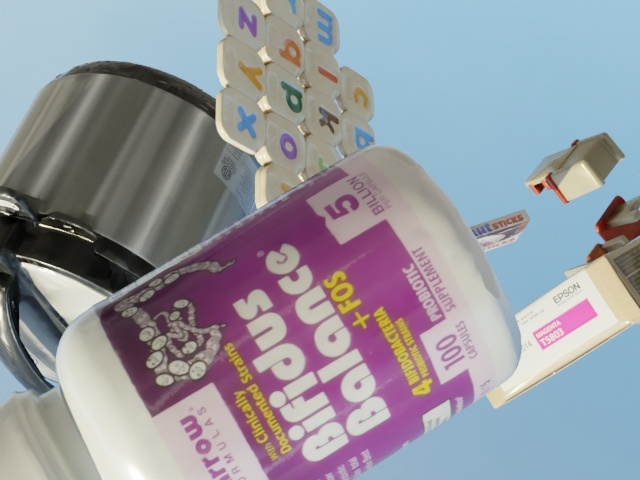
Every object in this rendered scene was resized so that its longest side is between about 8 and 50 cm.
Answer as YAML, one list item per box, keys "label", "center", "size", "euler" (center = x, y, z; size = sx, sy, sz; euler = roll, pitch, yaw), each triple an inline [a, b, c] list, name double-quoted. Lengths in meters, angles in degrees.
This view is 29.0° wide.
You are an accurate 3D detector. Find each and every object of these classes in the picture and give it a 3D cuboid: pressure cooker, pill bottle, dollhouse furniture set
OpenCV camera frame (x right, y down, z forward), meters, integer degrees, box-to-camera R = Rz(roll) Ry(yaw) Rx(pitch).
- label: "pressure cooker"
  center: [-0.294, 0.016, 1.646]
  size: [0.369, 0.375, 0.420]
  euler: [27, -122, -11]
- label: "pill bottle"
  center: [-0.047, 0.084, 0.734]
  size: [0.301, 0.169, 0.169]
  euler: [-31, -147, -8]
- label: "dollhouse furniture set"
  center: [0.447, -0.031, 1.874]
  size: [0.262, 0.259, 0.135]
  euler: [-47, -168, -32]

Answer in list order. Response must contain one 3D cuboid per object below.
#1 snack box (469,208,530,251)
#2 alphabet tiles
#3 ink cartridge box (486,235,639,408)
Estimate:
- label: "snack box"
  center: [0.206, 0.003, 1.726]
  size: [0.178, 0.064, 0.022]
  euler: [-18, -113, -22]
- label: "alphabet tiles"
  center: [-0.024, -0.142, 1.326]
  size: [0.021, 0.284, 0.278]
  euler: [-15, 156, 33]
- label: "ink cartridge box"
  center: [0.313, 0.092, 1.507]
  size: [0.234, 0.088, 0.193]
  euler: [-38, 169, 32]
